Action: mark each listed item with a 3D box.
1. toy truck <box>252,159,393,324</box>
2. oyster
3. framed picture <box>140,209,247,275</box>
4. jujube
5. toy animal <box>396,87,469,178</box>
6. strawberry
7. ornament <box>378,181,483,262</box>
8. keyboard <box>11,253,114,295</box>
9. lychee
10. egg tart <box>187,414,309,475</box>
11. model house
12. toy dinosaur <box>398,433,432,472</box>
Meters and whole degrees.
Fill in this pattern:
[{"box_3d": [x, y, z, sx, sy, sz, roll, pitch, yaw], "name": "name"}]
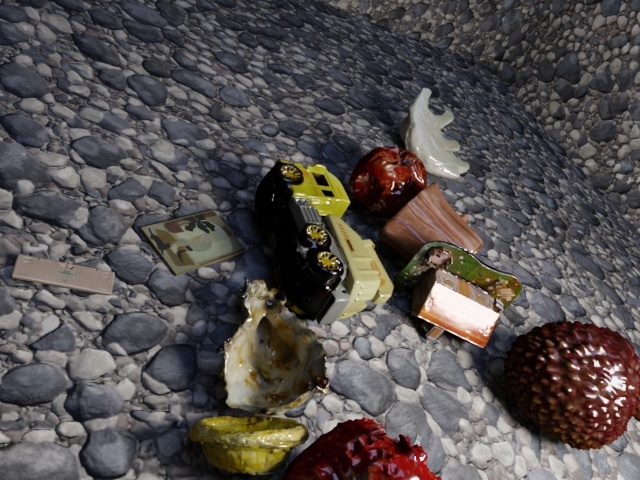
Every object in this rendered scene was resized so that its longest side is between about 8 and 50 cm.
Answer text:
[{"box_3d": [0.000, 0.000, 1.308, 0.254, 0.180, 0.405, 3, 47, -33], "name": "toy truck"}, {"box_3d": [-0.106, 0.187, 1.050, 0.198, 0.133, 0.336, 2, 39, -21], "name": "oyster"}, {"box_3d": [-0.274, 0.000, 1.234, 0.136, 0.010, 0.201, 48, 38, 19], "name": "framed picture"}, {"box_3d": [0.201, -0.168, 1.649, 0.213, 0.213, 0.232, 47, 41, 16], "name": "jujube"}, {"box_3d": [0.400, -0.355, 2.084, 0.308, 0.188, 0.266, 38, 56, -14], "name": "toy animal"}, {"box_3d": [0.065, 0.411, 0.861, 0.274, 0.274, 0.220, 47, -1, 17], "name": "strawberry"}, {"box_3d": [0.299, -0.001, 1.524, 0.217, 0.221, 0.235, 47, 50, 12], "name": "ornament"}, {"box_3d": [-0.460, 0.063, 1.011, 0.166, 0.017, 0.055, 15, 45, -25], "name": "keyboard"}, {"box_3d": [0.602, 0.333, 1.321, 0.331, 0.305, 0.306, 21, 27, 31], "name": "lychee"}, {"box_3d": [-0.115, 0.321, 0.889, 0.191, 0.191, 0.074, 9, 80, -31], "name": "egg tart"}, {"box_3d": [0.341, 0.154, 1.382, 0.294, 0.207, 0.153, 26, 40, -11], "name": "model house"}, {"box_3d": [0.169, 0.446, 1.048, 0.082, 0.039, 0.209, 38, 36, 2], "name": "toy dinosaur"}]
